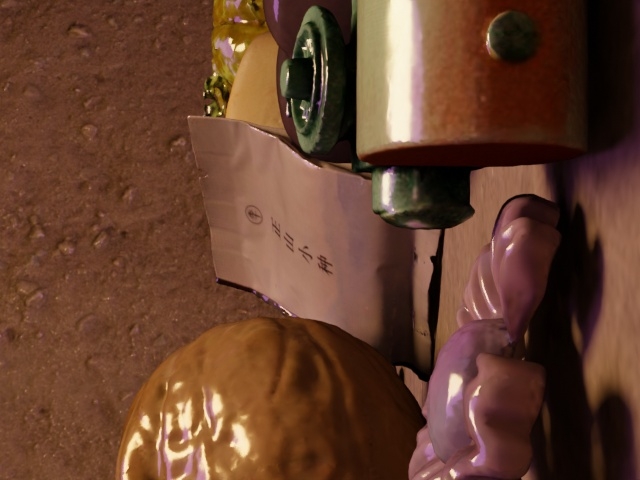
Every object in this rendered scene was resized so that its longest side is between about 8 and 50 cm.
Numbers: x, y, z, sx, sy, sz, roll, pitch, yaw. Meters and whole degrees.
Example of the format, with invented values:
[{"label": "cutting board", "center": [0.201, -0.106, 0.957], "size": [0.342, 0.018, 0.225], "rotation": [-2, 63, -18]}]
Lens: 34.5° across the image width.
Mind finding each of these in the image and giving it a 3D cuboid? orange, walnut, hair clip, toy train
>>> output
[{"label": "orange", "center": [-0.022, -0.251, 1.298], "size": [0.301, 0.223, 0.300], "rotation": [-78, -2, -79]}, {"label": "walnut", "center": [-0.029, 0.221, 0.822], "size": [0.252, 0.277, 0.313], "rotation": [31, -140, -51]}, {"label": "hair clip", "center": [0.068, 0.130, 0.402], "size": [0.173, 0.069, 0.300], "rotation": [103, 167, -60]}, {"label": "toy train", "center": [0.049, -0.148, 0.406], "size": [0.177, 0.116, 0.285], "rotation": [175, 96, -78]}]

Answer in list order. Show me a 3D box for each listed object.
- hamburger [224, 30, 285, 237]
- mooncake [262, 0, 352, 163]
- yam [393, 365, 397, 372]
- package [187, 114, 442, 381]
[{"label": "hamburger", "center": [0.001, -0.077, 1.067], "size": [0.300, 0.176, 0.300], "rotation": [7, -90, -84]}, {"label": "mooncake", "center": [0.036, -0.170, 0.683], "size": [0.245, 0.133, 0.245], "rotation": [-4, -90, -84]}, {"label": "yam", "center": [0.041, 0.234, 1.183], "size": [0.107, 0.107, 0.194], "rotation": [-103, 13, -86]}, {"label": "package", "center": [0.000, 0.000, 0.906], "size": [0.062, 0.251, 0.204], "rotation": [-40, -39, -40]}]
